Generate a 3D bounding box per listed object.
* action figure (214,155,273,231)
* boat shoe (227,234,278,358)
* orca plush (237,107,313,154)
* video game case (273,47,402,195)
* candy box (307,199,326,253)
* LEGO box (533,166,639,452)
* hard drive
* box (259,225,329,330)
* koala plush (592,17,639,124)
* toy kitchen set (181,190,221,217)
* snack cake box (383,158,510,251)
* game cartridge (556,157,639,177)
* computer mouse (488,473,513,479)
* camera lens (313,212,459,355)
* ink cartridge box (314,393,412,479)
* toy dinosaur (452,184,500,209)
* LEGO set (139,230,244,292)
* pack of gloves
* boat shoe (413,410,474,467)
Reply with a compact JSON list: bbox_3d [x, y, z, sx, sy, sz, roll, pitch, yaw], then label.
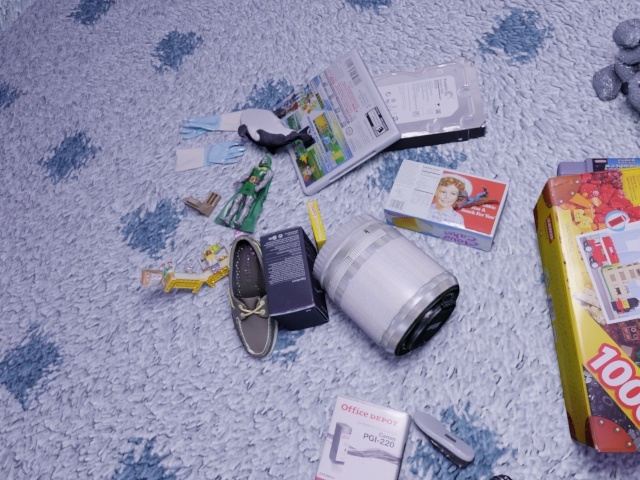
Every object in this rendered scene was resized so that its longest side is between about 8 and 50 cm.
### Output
[{"bbox_3d":[-0.196,-0.140,1.380,0.137,0.063,0.232,16,68,24],"label":"action figure"},{"bbox_3d":[-0.169,0.135,1.187,0.109,0.091,0.304,-8,85,0],"label":"boat shoe"},{"bbox_3d":[-0.129,-0.298,1.413,0.287,0.102,0.151,19,54,37],"label":"orca plush"},{"bbox_3d":[0.033,-0.330,1.370,0.300,0.036,0.328,-31,61,20],"label":"video game case"},{"bbox_3d":[0.000,0.000,1.181,0.027,0.205,0.105,-16,63,-2],"label":"candy box"},{"bbox_3d":[0.646,0.121,0.930,0.373,0.193,0.499,-7,73,13],"label":"LEGO box"},{"bbox_3d":[0.264,-0.368,1.361,0.340,0.064,0.236,-5,66,11],"label":"hard drive"},{"bbox_3d":[-0.061,0.094,1.185,0.108,0.153,0.206,-14,63,8],"label":"box"},{"bbox_3d":[0.778,-0.372,1.147,0.204,0.196,0.221,6,54,9],"label":"koala plush"},{"bbox_3d":[-0.340,-0.122,1.392,0.068,0.083,0.075,24,74,22],"label":"toy kitchen set"},{"bbox_3d":[0.306,-0.090,1.209,0.265,0.089,0.152,17,70,21],"label":"snack cake box"},{"bbox_3d":[0.730,-0.080,1.115,0.356,0.068,0.229,2,71,15],"label":"game cartridge"},{"bbox_3d":[0.255,0.564,0.944,0.273,0.072,0.188,-6,62,-2],"label":"computer mouse"},{"bbox_3d":[0.146,0.098,1.092,0.219,0.219,0.274,-44,63,-7],"label":"camera lens"},{"bbox_3d":[0.088,0.446,1.022,0.159,0.092,0.217,10,68,18],"label":"ink cartridge box"},{"bbox_3d":[0.346,-0.089,1.128,0.082,0.047,0.090,-46,73,11],"label":"toy dinosaur"},{"bbox_3d":[-0.326,0.055,1.283,0.287,0.132,0.107,-20,55,-20],"label":"LEGO set"},{"bbox_3d":[-0.335,-0.314,1.501,0.232,0.046,0.194,-6,64,12],"label":"pack of gloves"},{"bbox_3d":[0.248,0.413,1.022,0.142,0.049,0.040,33,116,30],"label":"boat shoe"}]
